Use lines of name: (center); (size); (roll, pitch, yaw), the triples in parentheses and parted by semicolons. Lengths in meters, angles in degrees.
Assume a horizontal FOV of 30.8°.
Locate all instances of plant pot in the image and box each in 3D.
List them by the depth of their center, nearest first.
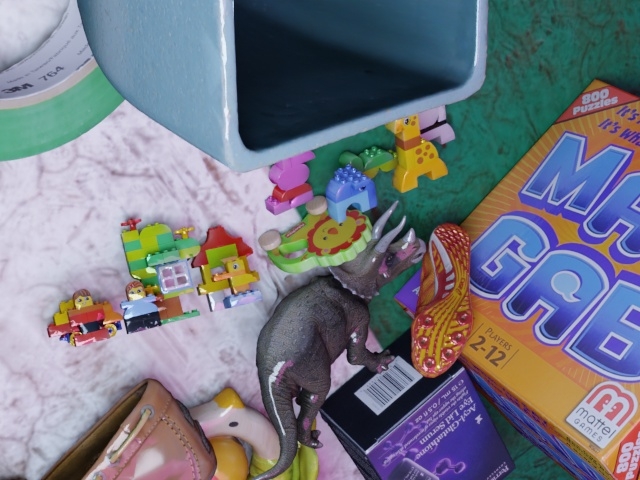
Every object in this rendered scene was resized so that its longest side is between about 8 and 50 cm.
plant pot: (-0.053, -0.220, 0.827); (0.248, 0.252, 0.247); (-22, 121, -38)

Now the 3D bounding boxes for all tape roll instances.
tape roll: (-0.251, -0.221, 0.870); (0.321, 0.077, 0.321); (-21, 121, -39)

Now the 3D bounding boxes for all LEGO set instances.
LEGO set: (0.056, -0.097, 1.175); (0.227, 0.087, 0.093); (-24, 125, -23)

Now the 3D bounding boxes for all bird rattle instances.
bird rattle: (-0.111, 0.268, 1.261); (0.254, 0.143, 0.207); (-34, 117, 2)

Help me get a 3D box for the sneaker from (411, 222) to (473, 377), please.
sneaker: (0.132, 0.068, 1.240); (0.067, 0.064, 0.175); (100, 3, -63)

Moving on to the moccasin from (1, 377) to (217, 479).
moccasin: (-0.281, 0.278, 1.107); (0.380, 0.139, 0.147); (-37, 111, 0)

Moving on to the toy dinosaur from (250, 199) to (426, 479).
toy dinosaur: (-0.013, 0.108, 1.198); (0.313, 0.121, 0.160); (-46, 131, -29)

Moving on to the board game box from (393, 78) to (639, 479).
board game box: (0.381, 0.104, 1.319); (0.356, 0.356, 0.356); (-47, 129, -4)

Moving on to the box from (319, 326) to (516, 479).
box: (0.117, 0.234, 1.373); (0.153, 0.108, 0.207); (-40, 129, -11)

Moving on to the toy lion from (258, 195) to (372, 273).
toy lion: (0.000, 0.000, 1.181); (0.100, 0.096, 0.034); (-36, 128, -12)

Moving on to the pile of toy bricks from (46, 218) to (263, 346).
pile of toy bricks: (-0.158, 0.028, 1.099); (0.212, 0.118, 0.105); (-14, 88, -18)
